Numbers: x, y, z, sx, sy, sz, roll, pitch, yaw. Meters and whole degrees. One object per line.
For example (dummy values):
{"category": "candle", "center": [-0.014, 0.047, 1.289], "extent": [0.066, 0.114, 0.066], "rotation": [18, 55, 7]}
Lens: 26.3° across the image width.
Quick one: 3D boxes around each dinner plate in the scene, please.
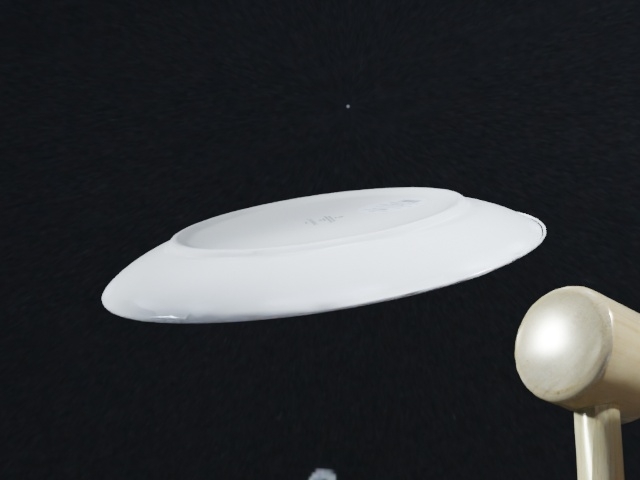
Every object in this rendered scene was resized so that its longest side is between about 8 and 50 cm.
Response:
{"category": "dinner plate", "center": [0.000, 0.000, 0.434], "extent": [0.141, 0.141, 0.017], "rotation": [-7, -79, 2]}

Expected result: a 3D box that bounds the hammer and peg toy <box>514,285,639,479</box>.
{"category": "hammer and peg toy", "center": [0.258, 0.121, 0.578], "extent": [0.361, 0.127, 0.266], "rotation": [-4, -105, 43]}
